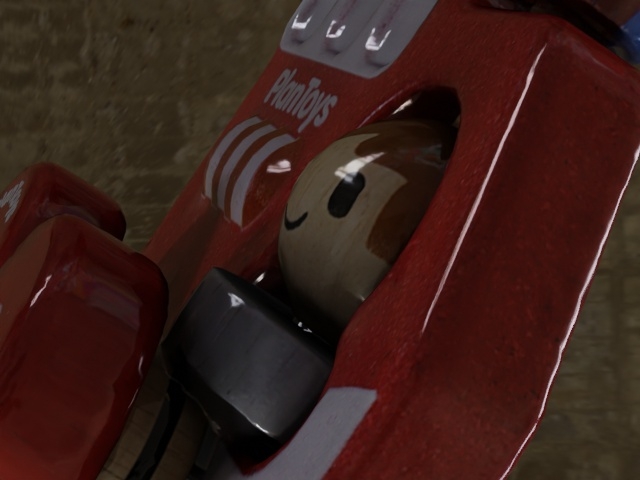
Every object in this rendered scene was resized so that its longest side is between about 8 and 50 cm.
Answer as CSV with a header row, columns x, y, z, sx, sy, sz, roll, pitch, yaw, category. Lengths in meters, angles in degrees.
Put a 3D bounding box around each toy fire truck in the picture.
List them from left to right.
x,y,z,sx,sy,sz,roll,pitch,yaw,category
0.000,0.000,0.481,0.169,0.302,0.254,32,-89,-17,toy fire truck
